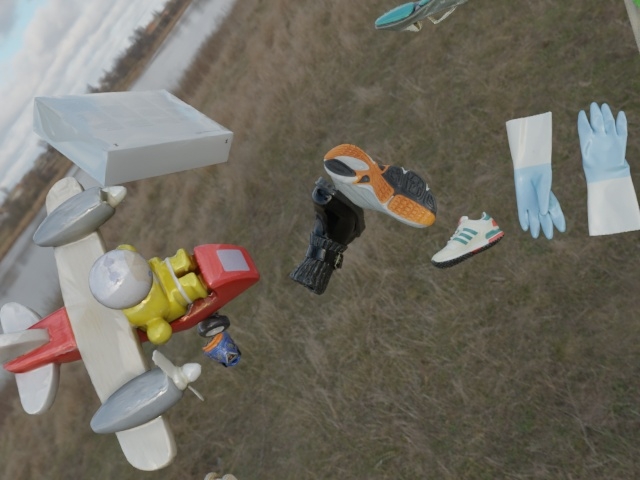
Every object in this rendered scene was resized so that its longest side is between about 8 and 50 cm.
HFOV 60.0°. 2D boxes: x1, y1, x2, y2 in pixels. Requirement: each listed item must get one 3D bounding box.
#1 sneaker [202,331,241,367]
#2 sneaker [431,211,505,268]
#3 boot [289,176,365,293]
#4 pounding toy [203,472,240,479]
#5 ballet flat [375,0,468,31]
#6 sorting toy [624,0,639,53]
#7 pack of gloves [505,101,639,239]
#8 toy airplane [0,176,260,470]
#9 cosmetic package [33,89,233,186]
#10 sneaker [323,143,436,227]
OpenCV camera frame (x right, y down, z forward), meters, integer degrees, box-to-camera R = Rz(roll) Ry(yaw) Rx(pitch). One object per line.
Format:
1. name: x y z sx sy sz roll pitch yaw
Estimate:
1. sneaker: -0.246 0.287 1.416 0.083 0.087 0.221 -45 -5 -10
2. sneaker: 0.279 -0.003 1.093 0.161 0.075 0.057 -24 -19 -11
3. boot: 0.003 0.002 1.527 0.131 0.348 0.260 33 79 25
4. pounding toy: -0.068 0.476 0.888 0.155 0.269 0.154 -27 18 50
5. ballet flat: 0.219 -0.491 1.203 0.213 0.068 0.072 -15 40 37
6. sorting toy: 0.638 -0.408 0.970 0.038 0.208 0.193 -43 22 -25
7. pack of gloves: 0.432 -0.119 0.964 0.195 0.046 0.232 -9 87 33
8. toy airplane: -0.325 0.101 0.855 0.272 0.386 0.384 115 178 -59
9. cosmetic package: -0.450 -0.268 1.369 0.377 0.284 0.097 -23 -42 -50
10. sneaker: 0.127 -0.098 1.142 0.262 0.121 0.099 36 74 25
